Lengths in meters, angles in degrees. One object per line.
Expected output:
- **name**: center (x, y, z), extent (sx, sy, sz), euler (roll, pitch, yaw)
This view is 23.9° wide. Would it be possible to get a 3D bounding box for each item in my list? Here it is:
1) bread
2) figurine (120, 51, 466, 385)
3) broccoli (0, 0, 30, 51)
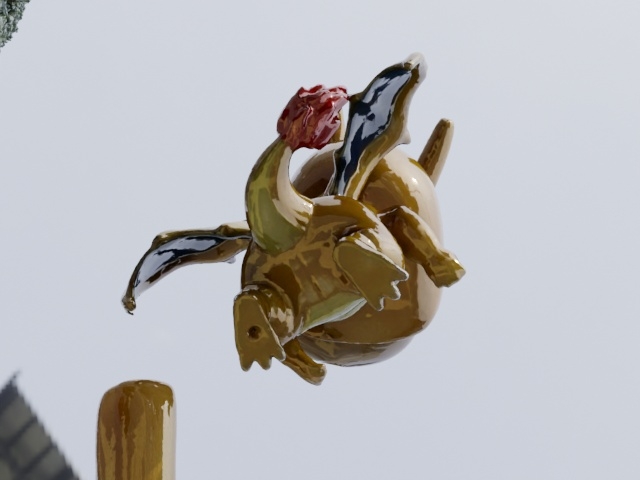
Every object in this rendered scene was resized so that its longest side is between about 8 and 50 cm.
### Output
- **bread**: center (-0.188, 0.259, 1.522), extent (0.092, 0.074, 0.239), euler (-19, -115, 37)
- **figurine**: center (0.032, -0.017, 1.609), extent (0.268, 0.387, 0.401), euler (43, -74, 5)
- **broccoli**: center (-0.401, -0.299, 1.363), extent (0.252, 0.221, 0.361), euler (28, -33, 46)
